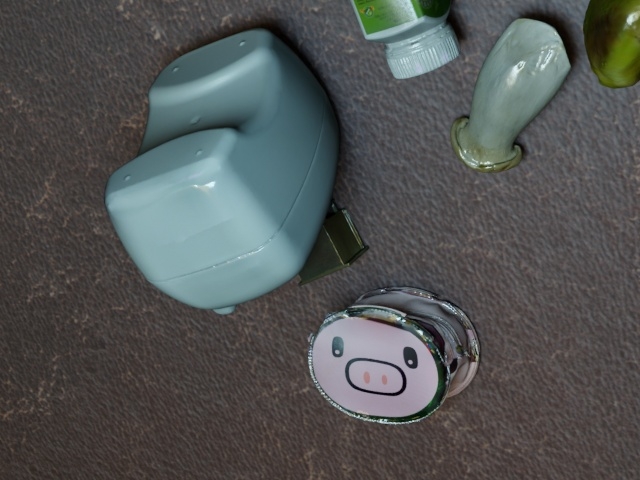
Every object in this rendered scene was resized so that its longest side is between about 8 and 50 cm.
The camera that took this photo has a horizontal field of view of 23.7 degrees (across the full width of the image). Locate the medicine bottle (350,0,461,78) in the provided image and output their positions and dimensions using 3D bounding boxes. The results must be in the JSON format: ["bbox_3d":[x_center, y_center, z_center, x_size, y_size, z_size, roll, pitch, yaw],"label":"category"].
[{"bbox_3d":[0.094,-0.294,1.805,0.088,0.132,0.188,-15,108,27],"label":"medicine bottle"}]

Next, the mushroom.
[{"bbox_3d":[0.229,-0.174,1.833,0.097,0.088,0.212,8,128,-17],"label":"mushroom"}]

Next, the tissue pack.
[{"bbox_3d":[-0.103,-0.076,1.876,0.229,0.333,0.236,-18,125,28],"label":"tissue pack"}]

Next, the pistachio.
[{"bbox_3d":[0.349,-0.251,1.723,0.189,0.100,0.110,117,138,-56],"label":"pistachio"}]

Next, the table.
[{"bbox_3d":[0.000,0.000,2.020,0.083,0.070,0.082,-22,100,30],"label":"table"}]

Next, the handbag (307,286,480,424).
[{"bbox_3d":[0.098,0.152,2.020,0.205,0.116,0.179,8,115,20],"label":"handbag"}]
